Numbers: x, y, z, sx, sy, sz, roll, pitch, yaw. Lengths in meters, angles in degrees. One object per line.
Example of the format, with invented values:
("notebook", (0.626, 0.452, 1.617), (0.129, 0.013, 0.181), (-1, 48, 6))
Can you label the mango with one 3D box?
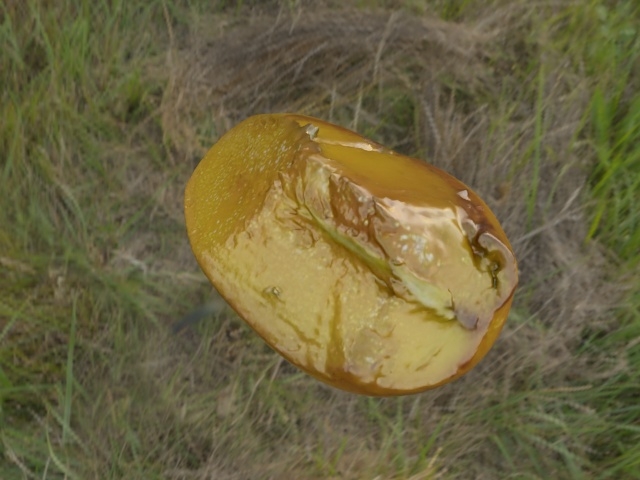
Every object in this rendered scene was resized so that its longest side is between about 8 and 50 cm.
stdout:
("mango", (0.000, 0.000, 0.888), (0.201, 0.350, 0.199), (-28, 121, -19))
